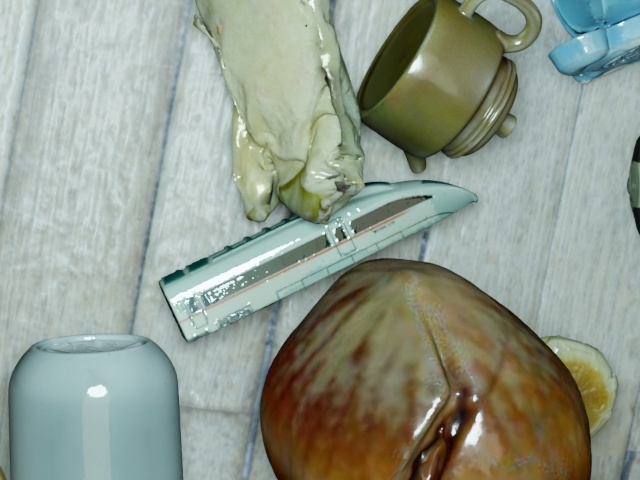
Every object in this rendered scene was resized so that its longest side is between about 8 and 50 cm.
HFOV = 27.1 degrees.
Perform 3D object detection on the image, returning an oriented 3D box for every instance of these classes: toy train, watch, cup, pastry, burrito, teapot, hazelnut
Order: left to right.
[{"bbox_3d":[-0.258,0.273,1.549,0.205,0.205,0.312,-2,95,-12],"label":"cup"},{"bbox_3d":[-0.036,-0.188,1.570,0.190,0.135,0.332,-5,105,33],"label":"burrito"},{"bbox_3d":[0.000,0.000,1.638,0.407,0.086,0.088,-25,95,-9],"label":"toy train"},{"bbox_3d":[0.110,0.205,1.511,0.359,0.409,0.359,-8,109,-23],"label":"hazelnut"},{"bbox_3d":[0.166,-0.189,1.593,0.175,0.185,0.268,29,123,-17],"label":"teapot"},{"bbox_3d":[0.304,0.199,1.723,0.165,0.088,0.166,-1,96,-9],"label":"pastry"},{"bbox_3d":[0.348,-0.314,1.640,0.211,0.211,0.193,-21,86,-9],"label":"watch"}]

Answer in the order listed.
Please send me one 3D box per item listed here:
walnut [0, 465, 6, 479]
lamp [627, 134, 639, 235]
[{"bbox_3d":[-0.471,0.306,1.511,0.228,0.228,0.228,-1,96,-12],"label":"walnut"},{"bbox_3d":[0.522,-0.075,1.697,0.243,0.198,0.198,-3,97,-3],"label":"lamp"}]
